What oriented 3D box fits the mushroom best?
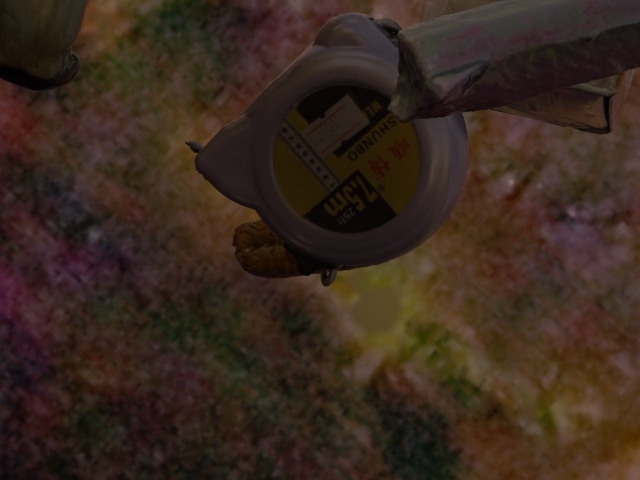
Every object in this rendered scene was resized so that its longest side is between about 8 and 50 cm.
[{"bbox_3d":[-0.268,-0.311,1.222,0.107,0.333,0.087,3,10,-23],"label":"mushroom"}]

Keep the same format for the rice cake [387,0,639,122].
[{"bbox_3d":[0.174,-0.111,0.637,0.081,0.290,0.051,-119,-166,-62],"label":"rice cake"}]

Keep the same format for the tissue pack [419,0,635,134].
[{"bbox_3d":[0.199,-0.184,1.178,0.184,0.124,0.225,13,-1,14],"label":"tissue pack"}]

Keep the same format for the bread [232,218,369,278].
[{"bbox_3d":[0.000,0.000,1.584,0.114,0.211,0.083,-4,86,-57],"label":"bread"}]

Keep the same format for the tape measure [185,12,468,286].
[{"bbox_3d":[0.022,-0.066,0.996,0.178,0.196,0.105,52,13,-2],"label":"tape measure"}]
